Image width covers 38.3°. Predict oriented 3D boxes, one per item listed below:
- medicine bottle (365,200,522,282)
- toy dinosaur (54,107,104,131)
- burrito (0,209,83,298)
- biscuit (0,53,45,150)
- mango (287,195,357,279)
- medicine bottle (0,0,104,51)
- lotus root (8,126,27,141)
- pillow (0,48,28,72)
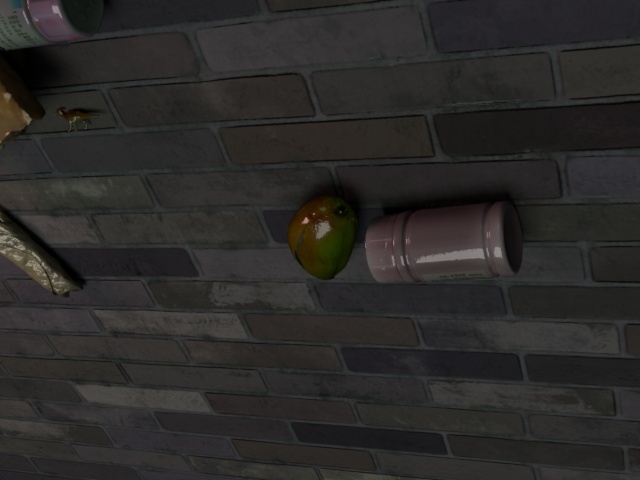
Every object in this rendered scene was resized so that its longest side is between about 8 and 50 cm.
[{"bbox_3d":[0.215,0.007,1.605,0.250,0.133,0.133,-6,131,26],"label":"medicine bottle"},{"bbox_3d":[-0.450,-0.223,1.721,0.113,0.026,0.041,12,120,24],"label":"toy dinosaur"},{"bbox_3d":[-0.645,0.036,2.050,0.082,0.059,0.275,-30,118,25],"label":"burrito"},{"bbox_3d":[-0.742,-0.293,1.686,0.446,0.104,0.429,49,133,-7],"label":"biscuit"},{"bbox_3d":[0.000,0.000,1.710,0.125,0.111,0.233,33,151,8],"label":"mango"},{"bbox_3d":[-0.450,-0.379,1.483,0.168,0.135,0.135,1,134,23],"label":"medicine bottle"},{"bbox_3d":[-0.634,-0.223,1.772,0.150,0.062,0.073,8,140,23],"label":"lotus root"},{"bbox_3d":[-0.569,-0.387,1.574,0.093,0.051,0.241,28,155,23],"label":"pillow"}]
